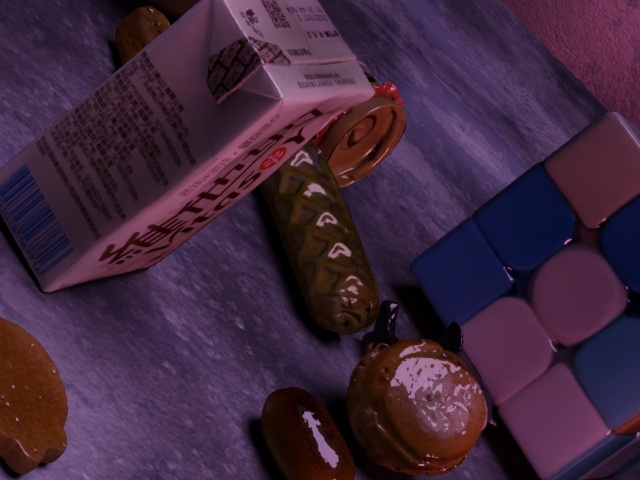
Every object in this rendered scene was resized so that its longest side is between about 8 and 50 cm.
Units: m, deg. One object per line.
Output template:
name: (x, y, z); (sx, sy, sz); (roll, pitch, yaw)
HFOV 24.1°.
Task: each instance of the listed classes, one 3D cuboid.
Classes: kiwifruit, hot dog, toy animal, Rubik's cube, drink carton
kiwifruit: (-0.013, 0.202, 1.476); (0.124, 0.075, 0.075); (55, 24, 21)
hot dog: (-0.171, -0.153, 1.724); (0.068, 0.083, 0.289); (50, 15, -54)
toy animal: (0.156, 0.150, 1.795); (0.210, 0.117, 0.121); (25, 27, -40)
Rubik's cube: (0.388, 0.085, 1.974); (0.347, 0.346, 0.344); (57, 18, 20)
drink carton: (-0.132, -0.090, 1.395); (0.132, 0.324, 0.194); (58, 27, 8)

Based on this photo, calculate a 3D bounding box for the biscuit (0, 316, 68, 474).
biscuit: (-0.288, 0.090, 1.212); (0.225, 0.036, 0.166); (45, 25, -16)

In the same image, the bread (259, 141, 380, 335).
bread: (0.000, -0.001, 1.778); (0.087, 0.098, 0.269); (-11, 52, -14)

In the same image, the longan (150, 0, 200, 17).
longan: (-0.137, -0.426, 1.923); (0.297, 0.297, 0.297); (39, 26, -23)

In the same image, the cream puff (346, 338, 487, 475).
cream puff: (0.098, 0.181, 1.634); (0.150, 0.115, 0.165); (-43, 102, -30)

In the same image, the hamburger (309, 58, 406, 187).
hamburger: (0.019, -0.163, 1.973); (0.137, 0.175, 0.175); (48, 21, 26)
